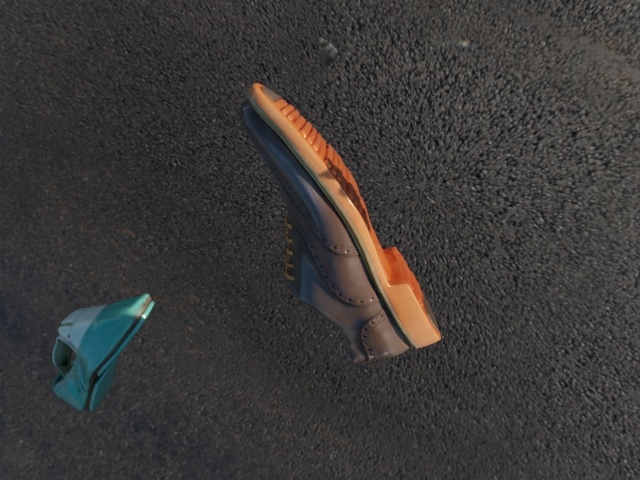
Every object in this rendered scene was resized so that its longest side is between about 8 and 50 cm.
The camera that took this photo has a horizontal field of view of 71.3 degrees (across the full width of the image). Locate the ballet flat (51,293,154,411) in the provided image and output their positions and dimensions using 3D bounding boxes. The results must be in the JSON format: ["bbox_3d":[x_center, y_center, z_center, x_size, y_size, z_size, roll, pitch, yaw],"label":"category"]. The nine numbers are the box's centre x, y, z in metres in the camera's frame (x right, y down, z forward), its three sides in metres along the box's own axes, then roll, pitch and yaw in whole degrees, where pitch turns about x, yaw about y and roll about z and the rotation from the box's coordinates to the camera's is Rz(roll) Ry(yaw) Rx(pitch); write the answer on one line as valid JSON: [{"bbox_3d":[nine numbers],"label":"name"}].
[{"bbox_3d":[-0.289,0.135,0.559,0.087,0.083,0.247,33,125,-9],"label":"ballet flat"}]

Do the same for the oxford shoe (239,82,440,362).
[{"bbox_3d":[0.000,0.000,0.513,0.133,0.130,0.363,-29,104,15],"label":"oxford shoe"}]
